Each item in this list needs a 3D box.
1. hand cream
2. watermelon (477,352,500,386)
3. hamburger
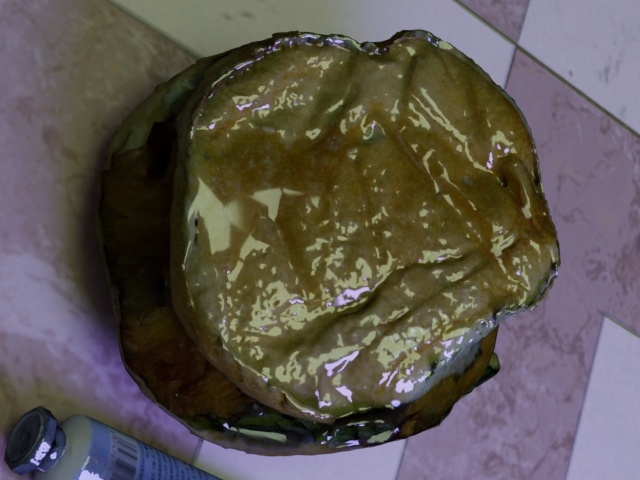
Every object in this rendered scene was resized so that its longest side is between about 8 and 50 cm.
[{"bbox_3d":[-0.085,0.177,0.914,0.256,0.055,0.088,34,57,-32],"label":"hand cream"},{"bbox_3d":[0.056,0.065,1.051,0.181,0.075,0.092,45,15,-25],"label":"watermelon"},{"bbox_3d":[0.001,0.002,0.926,0.285,0.134,0.265,-4,71,-22],"label":"hamburger"}]
